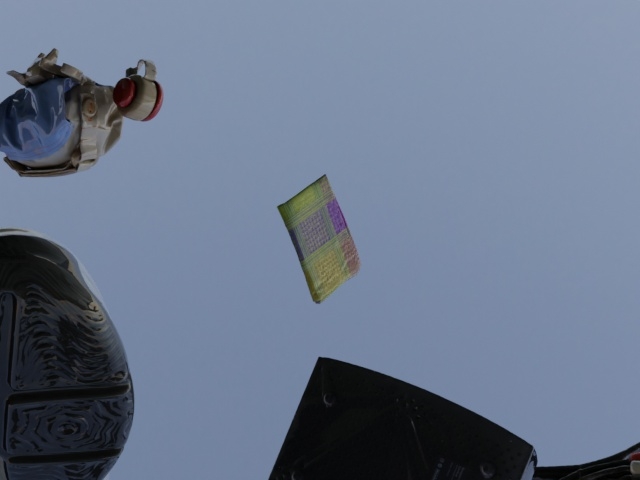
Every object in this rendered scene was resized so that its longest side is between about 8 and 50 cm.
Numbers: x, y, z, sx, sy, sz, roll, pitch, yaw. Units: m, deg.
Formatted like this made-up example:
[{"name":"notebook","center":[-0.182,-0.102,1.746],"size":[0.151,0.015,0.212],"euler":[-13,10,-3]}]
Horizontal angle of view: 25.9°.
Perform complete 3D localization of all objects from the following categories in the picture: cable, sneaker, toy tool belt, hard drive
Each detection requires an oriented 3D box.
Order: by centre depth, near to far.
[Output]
[{"name":"toy tool belt","center":[-0.114,-0.057,0.606],"size":[0.051,0.083,0.052],"euler":[17,-116,-44]},{"name":"sneaker","center":[-0.236,0.088,1.060],"size":[0.169,0.447,0.258],"euler":[-3,-129,-11]},{"name":"hard drive","center":[0.076,0.224,1.321],"size":[0.254,0.054,0.172],"euler":[19,-95,37]},{"name":"cable","center":[0.298,0.240,1.468],"size":[0.287,0.072,0.139],"euler":[0,-142,20]}]

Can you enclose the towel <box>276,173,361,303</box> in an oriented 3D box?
[{"name":"towel","center":[0.000,0.000,1.028],"size":[0.009,0.083,0.060],"euler":[-5,-157,43]}]
